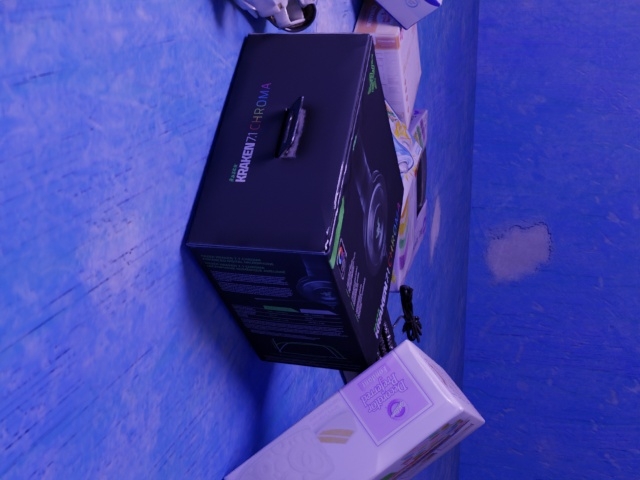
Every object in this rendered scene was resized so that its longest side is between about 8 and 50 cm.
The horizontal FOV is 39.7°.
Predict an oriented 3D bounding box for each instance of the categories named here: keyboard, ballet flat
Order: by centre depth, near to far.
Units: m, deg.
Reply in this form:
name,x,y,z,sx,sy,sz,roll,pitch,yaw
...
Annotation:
name,x,y,z,sx,sy,sz,roll,pitch,yaw
ballet flat,-0.045,-0.232,0.807,0.203,0.074,0.074,3,91,-77
keyboard,0.109,0.171,1.449,0.201,0.033,0.317,-54,154,-21

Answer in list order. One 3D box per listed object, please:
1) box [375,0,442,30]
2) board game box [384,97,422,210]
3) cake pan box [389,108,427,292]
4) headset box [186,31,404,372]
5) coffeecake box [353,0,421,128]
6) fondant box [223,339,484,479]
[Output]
name,x,y,z,sx,sy,sz,roll,pitch,yaw
box,0.114,-0.392,1.248,0.126,0.072,0.137,38,47,-24
board game box,0.077,-0.118,1.250,0.136,0.035,0.201,50,37,-24
cake pan box,0.130,-0.076,1.515,0.267,0.070,0.245,-55,148,-61
headset box,-0.010,-0.037,0.890,0.283,0.131,0.246,69,29,-57
coffeecake box,0.107,-0.287,1.362,0.185,0.068,0.142,76,23,-49
fondant box,0.058,0.238,1.023,0.096,0.238,0.330,53,3,18
